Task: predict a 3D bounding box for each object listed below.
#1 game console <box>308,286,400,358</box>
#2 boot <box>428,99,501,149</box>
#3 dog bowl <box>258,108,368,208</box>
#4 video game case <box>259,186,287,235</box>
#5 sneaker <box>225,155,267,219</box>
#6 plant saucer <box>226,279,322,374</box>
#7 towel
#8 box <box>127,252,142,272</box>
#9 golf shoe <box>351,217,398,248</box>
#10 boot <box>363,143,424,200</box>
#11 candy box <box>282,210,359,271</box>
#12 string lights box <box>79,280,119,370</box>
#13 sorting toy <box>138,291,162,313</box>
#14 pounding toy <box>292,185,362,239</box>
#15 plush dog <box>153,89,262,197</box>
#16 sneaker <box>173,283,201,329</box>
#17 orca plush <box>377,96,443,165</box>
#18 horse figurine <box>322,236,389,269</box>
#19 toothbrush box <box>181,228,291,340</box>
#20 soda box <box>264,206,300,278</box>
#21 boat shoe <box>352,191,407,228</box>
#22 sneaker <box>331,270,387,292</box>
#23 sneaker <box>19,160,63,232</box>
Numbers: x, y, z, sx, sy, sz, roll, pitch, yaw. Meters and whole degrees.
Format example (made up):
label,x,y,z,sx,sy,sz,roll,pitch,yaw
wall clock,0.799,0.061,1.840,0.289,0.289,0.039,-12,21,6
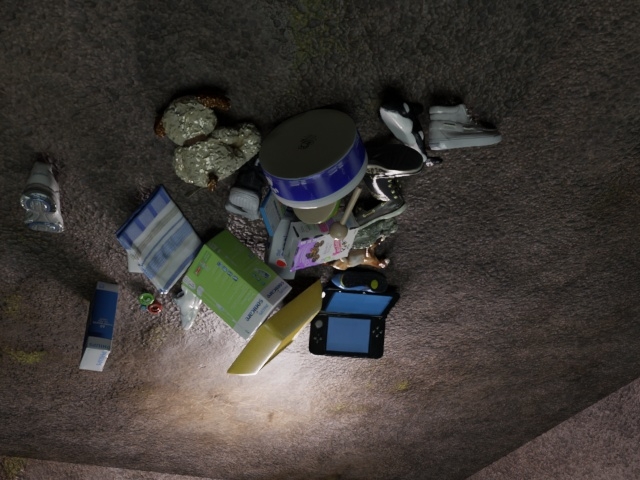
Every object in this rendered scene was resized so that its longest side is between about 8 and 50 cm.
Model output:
label,x,y,z,sx,sy,sz,roll,pitch,yaw
game console,0.122,0.303,2.290,0.293,0.250,0.173,6,174,-14
boot,0.389,-0.312,1.685,0.258,0.123,0.095,-12,-168,-38
dog bowl,-0.019,-0.211,1.610,0.264,0.265,0.104,-16,136,10
video game case,-0.123,-0.113,1.789,0.015,0.166,0.119,8,143,20
sneaker,-0.194,-0.151,1.778,0.101,0.153,0.268,21,170,-7
plant saucer,-0.136,0.319,2.180,0.081,0.332,0.333,44,130,9
towel,-0.463,0.003,1.861,0.034,0.209,0.285,19,150,34
box,-0.540,0.030,1.934,0.087,0.101,0.102,3,137,-11
golf shoe,0.158,-0.027,1.982,0.176,0.086,0.069,-20,104,8
boot,0.202,-0.184,1.764,0.236,0.085,0.178,9,154,35
candy box,0.000,0.000,1.874,0.196,0.070,0.165,-14,149,-22
string lights box,-0.722,0.279,2.072,0.076,0.260,0.133,14,134,-23
sorting toy,-0.592,0.211,2.188,0.061,0.042,0.102,-28,125,1
pounding toy,0.032,-0.121,1.783,0.110,0.237,0.183,3,118,-49
plush dog,-0.308,-0.256,1.597,0.262,0.211,0.225,-21,114,16
sneaker,-0.468,0.222,2.199,0.094,0.080,0.212,18,127,-10
orca plush,0.255,-0.303,1.674,0.102,0.151,0.287,-50,127,0
horse figurine,0.108,0.049,2.069,0.263,0.066,0.174,-9,153,-11
toothbrush box,-0.265,0.139,1.978,0.283,0.122,0.206,42,129,6
soda box,-0.112,0.001,1.971,0.098,0.091,0.286,1,139,-12
boat shoe,0.149,-0.092,1.919,0.227,0.081,0.069,-22,113,26
sneaker,0.136,0.141,2.202,0.209,0.069,0.082,8,173,-31
sneaker,-0.756,-0.109,1.743,0.111,0.129,0.297,9,155,-21
